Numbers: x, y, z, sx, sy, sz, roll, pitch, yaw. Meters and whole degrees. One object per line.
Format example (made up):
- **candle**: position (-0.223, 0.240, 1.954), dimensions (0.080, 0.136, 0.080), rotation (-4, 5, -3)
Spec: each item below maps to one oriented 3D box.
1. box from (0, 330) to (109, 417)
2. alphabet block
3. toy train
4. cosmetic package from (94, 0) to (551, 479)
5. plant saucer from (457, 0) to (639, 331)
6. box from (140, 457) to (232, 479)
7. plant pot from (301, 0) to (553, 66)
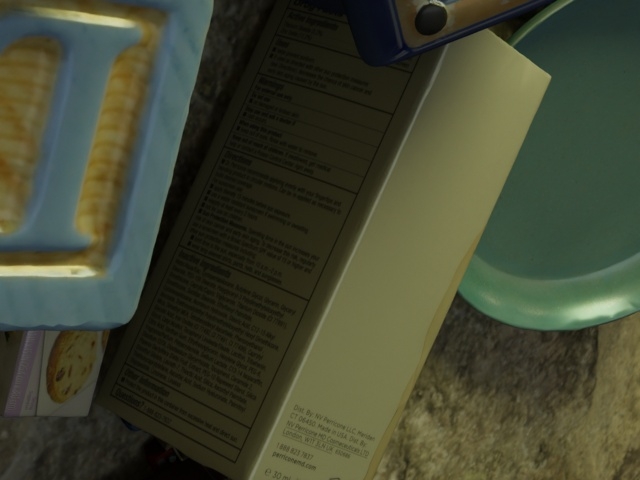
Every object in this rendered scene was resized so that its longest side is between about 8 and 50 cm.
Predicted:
- **box**: position (-0.141, -0.051, 1.037), dimensions (0.067, 0.063, 0.324), rotation (5, 107, -44)
- **alphabet block**: position (-0.200, -0.076, 0.880), dimensions (0.193, 0.197, 0.192), rotation (5, 107, -43)
- **toy train**: position (-0.102, 0.146, 1.197), dimensions (0.036, 0.027, 0.158), rotation (-33, 129, -12)
- **cosmetic package**: position (0.000, 0.000, 1.100), dimensions (0.113, 0.160, 0.309), rotation (29, 86, -46)
- **plant saucer**: position (0.217, -0.070, 1.302), dimensions (0.317, 0.044, 0.317), rotation (-14, 130, -18)
- **box**: position (-0.088, 0.268, 1.146), dimensions (0.203, 0.168, 0.167), rotation (-23, 126, -18)
- **plant pot**: position (0.071, -0.248, 0.977), dimensions (0.236, 0.212, 0.236), rotation (-22, 127, -6)
